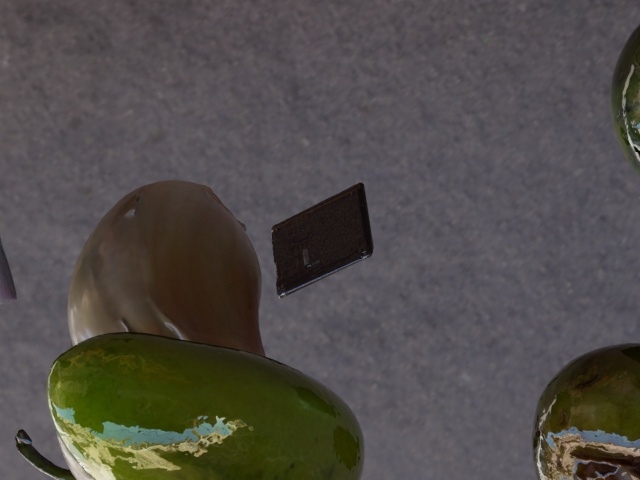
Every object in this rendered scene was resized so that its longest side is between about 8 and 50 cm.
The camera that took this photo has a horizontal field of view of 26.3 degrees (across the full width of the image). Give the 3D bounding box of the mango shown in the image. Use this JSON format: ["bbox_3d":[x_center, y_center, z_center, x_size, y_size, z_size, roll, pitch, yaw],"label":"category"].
[{"bbox_3d":[-0.076,0.156,1.050,0.185,0.149,0.273,0,157,32],"label":"mango"}]

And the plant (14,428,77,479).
[{"bbox_3d":[-0.259,0.345,2.099,0.251,0.334,0.180,61,170,22],"label":"plant"}]

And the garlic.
[{"bbox_3d":[-0.147,0.102,1.320,0.286,0.249,0.313,86,162,-46],"label":"garlic"}]

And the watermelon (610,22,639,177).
[{"bbox_3d":[0.418,-0.145,1.418,0.242,0.242,0.242,18,126,26],"label":"watermelon"}]

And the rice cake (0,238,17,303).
[{"bbox_3d":[-0.409,-0.020,1.376,0.189,0.037,0.198,-1,116,-2],"label":"rice cake"}]

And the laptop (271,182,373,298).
[{"bbox_3d":[0.000,0.000,2.057,0.180,0.129,0.016,-26,146,29],"label":"laptop"}]

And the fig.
[{"bbox_3d":[0.288,0.174,1.224,0.181,0.191,0.181,13,112,35],"label":"fig"}]
